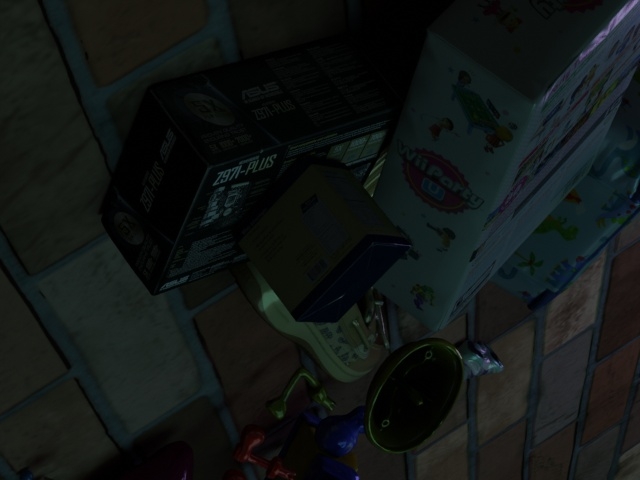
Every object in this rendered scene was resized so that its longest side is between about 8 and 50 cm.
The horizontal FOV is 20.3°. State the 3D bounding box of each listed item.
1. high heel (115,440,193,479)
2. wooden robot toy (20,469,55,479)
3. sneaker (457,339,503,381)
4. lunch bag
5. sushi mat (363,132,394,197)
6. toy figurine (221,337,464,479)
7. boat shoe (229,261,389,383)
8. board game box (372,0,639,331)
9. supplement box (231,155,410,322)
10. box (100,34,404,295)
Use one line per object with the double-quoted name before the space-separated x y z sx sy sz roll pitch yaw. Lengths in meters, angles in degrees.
"high heel" -0.210 0.336 1.825 0.181 0.127 0.377 -59 -173 -30
"wooden robot toy" -0.257 0.265 1.644 0.173 0.076 0.079 -49 166 30
"sneaker" 0.168 0.150 2.079 0.069 0.038 0.098 -41 148 16
"lunch bag" 0.239 -0.055 1.625 0.219 0.090 0.176 -53 -173 36
"sushi mat" 0.138 -0.111 1.527 0.316 0.019 0.151 -40 157 9
"toy figurine" -0.016 0.219 1.856 0.362 0.191 0.217 -63 -165 7
"boat shoe" 0.010 0.049 1.546 0.089 0.104 0.285 -36 158 7
"board game box" 0.147 -0.098 1.347 0.224 0.097 0.303 -45 165 -31
"supplement box" 0.000 0.000 1.249 0.083 0.083 0.056 -46 156 20
"box" -0.050 -0.055 1.284 0.180 0.077 0.147 -20 153 -35
